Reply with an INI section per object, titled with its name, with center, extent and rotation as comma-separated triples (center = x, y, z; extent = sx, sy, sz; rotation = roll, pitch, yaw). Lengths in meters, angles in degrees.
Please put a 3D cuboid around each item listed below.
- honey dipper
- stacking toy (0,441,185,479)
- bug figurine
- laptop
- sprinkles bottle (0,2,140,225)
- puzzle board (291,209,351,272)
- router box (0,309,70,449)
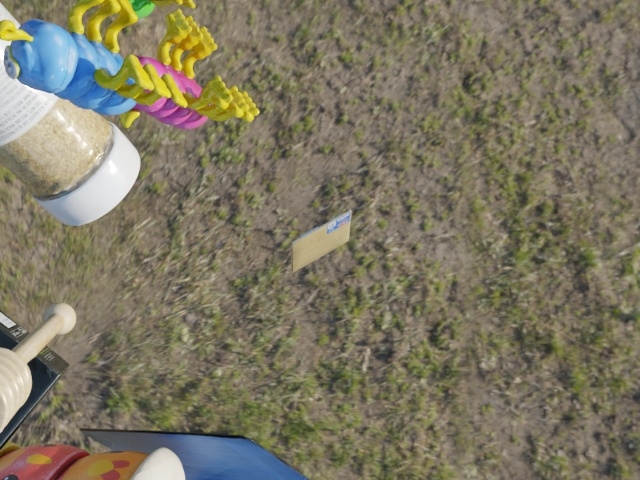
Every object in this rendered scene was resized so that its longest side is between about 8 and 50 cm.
[honey dipper]
center = -0.140, 0.053, 0.376
extent = 0.030, 0.161, 0.031
rotation = -1, 97, -7
[stacking toy]
center = -0.463, 0.398, 1.128
extent = 0.479, 0.351, 0.351
rotation = 18, 75, 5
[bug figurine]
center = -0.153, -0.159, 0.518
extent = 0.072, 0.216, 0.279
rotation = -38, 64, 16
[laptop]
center = -0.162, 0.488, 1.281
extent = 0.236, 0.381, 0.408
rotation = 0, 83, -53
[sprinkles bottle]
center = -0.332, -0.166, 0.805
extent = 0.121, 0.121, 0.355
rotation = -54, 134, -19
[puzzle board]
center = 0.000, 0.000, 1.450
extent = 0.128, 0.096, 0.011
rotation = -30, 62, -20
[router box]
center = -0.258, 0.105, 0.468
extent = 0.133, 0.046, 0.179
rotation = 40, 83, -7
